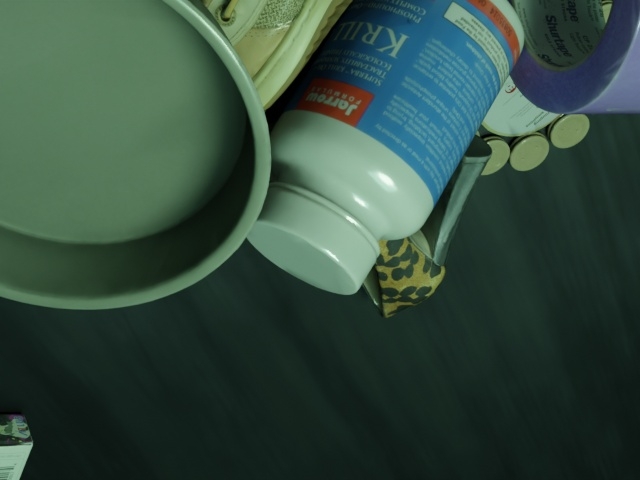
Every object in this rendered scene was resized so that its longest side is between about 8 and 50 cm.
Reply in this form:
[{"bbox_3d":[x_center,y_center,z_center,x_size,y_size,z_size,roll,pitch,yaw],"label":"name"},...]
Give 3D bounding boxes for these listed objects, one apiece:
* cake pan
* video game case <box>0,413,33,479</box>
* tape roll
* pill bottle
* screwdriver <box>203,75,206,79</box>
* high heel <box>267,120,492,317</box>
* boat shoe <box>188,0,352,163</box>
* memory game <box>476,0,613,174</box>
[{"bbox_3d":[-0.173,-0.079,0.961,0.293,0.054,0.293,4,131,5],"label":"cake pan"},{"bbox_3d":[-0.370,0.236,1.240,0.210,0.042,0.232,4,128,-30],"label":"video game case"},{"bbox_3d":[0.199,-0.182,1.037,0.080,0.189,0.189,-2,130,-25],"label":"tape roll"},{"bbox_3d":[0.040,-0.078,1.031,0.222,0.124,0.124,-60,139,-18],"label":"pill bottle"},{"bbox_3d":[-0.116,-0.174,0.952,0.024,0.025,0.170,-25,113,25],"label":"screwdriver"},{"bbox_3d":[0.000,0.000,1.177,0.261,0.093,0.186,-2,132,-30],"label":"high heel"},{"bbox_3d":[-0.030,-0.182,0.990,0.110,0.122,0.341,38,120,-8],"label":"boat shoe"},{"bbox_3d":[0.167,-0.127,1.200,0.186,0.012,0.186,-14,135,-15],"label":"memory game"}]
